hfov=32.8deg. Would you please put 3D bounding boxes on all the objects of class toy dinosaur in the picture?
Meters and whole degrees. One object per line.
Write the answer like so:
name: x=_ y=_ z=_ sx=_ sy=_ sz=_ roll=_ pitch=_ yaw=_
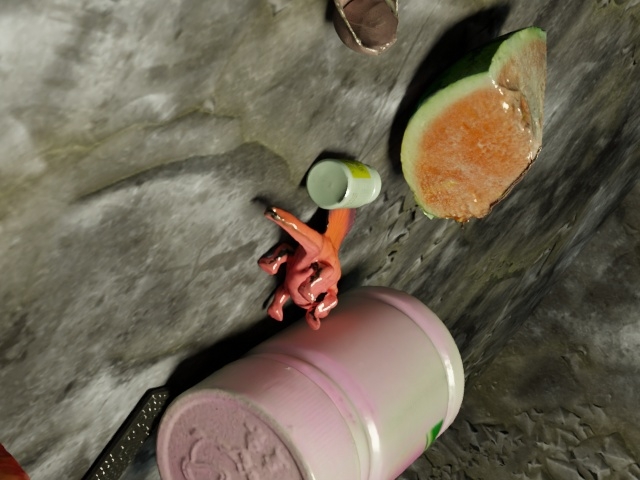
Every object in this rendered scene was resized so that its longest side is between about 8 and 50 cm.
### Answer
toy dinosaur: x=0.004 y=-0.004 z=1.084 sx=0.139 sy=0.070 sz=0.286 roll=-53 pitch=161 yaw=-21

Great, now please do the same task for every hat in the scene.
hat: x=0.026 y=-0.180 z=0.811 sx=0.058 sy=0.042 sz=0.087 roll=-46 pitch=128 yaw=-19

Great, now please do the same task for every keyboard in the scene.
keyboard: x=-0.212 y=0.228 z=1.106 sx=0.204 sy=0.013 sz=0.061 roll=-53 pitch=162 yaw=12

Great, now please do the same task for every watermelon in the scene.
watermelon: x=0.156 y=-0.135 z=1.119 sx=0.231 sy=0.128 sz=0.146 roll=-53 pitch=-166 yaw=53

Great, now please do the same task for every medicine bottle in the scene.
medicine bottle: x=0.000 y=0.193 z=1.193 sx=0.325 sy=0.212 sz=0.212 roll=-29 pitch=153 yaw=-54
medicine bottle: x=0.023 y=-0.054 z=1.028 sx=0.047 sy=0.047 sz=0.083 roll=-55 pitch=161 yaw=18

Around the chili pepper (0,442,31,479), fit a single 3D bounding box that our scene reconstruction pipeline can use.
chili pepper: x=-0.297 y=0.279 z=0.685 sx=0.305 sy=0.229 sz=0.251 roll=-29 pitch=170 yaw=-48
